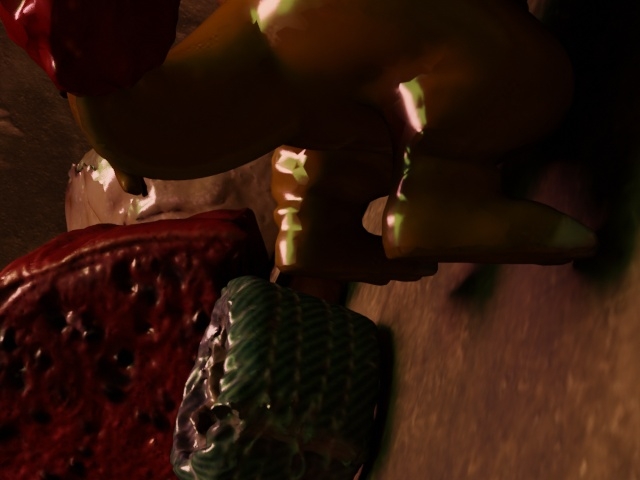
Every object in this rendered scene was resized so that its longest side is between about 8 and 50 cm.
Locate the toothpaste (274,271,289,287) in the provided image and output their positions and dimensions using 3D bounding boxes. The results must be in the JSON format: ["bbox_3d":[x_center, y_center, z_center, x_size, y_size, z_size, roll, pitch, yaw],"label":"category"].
[{"bbox_3d":[0.000,0.000,0.863,0.197,0.034,0.057,-64,27,17],"label":"toothpaste"}]

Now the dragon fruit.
[{"bbox_3d":[-0.139,0.128,0.922,0.330,0.302,0.240,37,-142,-75],"label":"dragon fruit"}]

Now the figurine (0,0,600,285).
[{"bbox_3d":[0.021,-0.183,0.489,0.401,0.268,0.387,110,165,-82],"label":"figurine"}]

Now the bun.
[{"bbox_3d":[-0.148,-0.044,1.216,0.281,0.204,0.282,-161,90,-80],"label":"bun"}]

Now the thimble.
[{"bbox_3d":[-0.025,0.089,0.665,0.135,0.090,0.118,-90,21,-57],"label":"thimble"}]

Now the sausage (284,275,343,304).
[{"bbox_3d":[-0.016,0.073,0.789,0.041,0.039,0.131,117,171,-66],"label":"sausage"}]

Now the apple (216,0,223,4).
[{"bbox_3d":[-0.019,-0.323,0.963,0.250,0.277,0.309,-27,40,7],"label":"apple"}]
